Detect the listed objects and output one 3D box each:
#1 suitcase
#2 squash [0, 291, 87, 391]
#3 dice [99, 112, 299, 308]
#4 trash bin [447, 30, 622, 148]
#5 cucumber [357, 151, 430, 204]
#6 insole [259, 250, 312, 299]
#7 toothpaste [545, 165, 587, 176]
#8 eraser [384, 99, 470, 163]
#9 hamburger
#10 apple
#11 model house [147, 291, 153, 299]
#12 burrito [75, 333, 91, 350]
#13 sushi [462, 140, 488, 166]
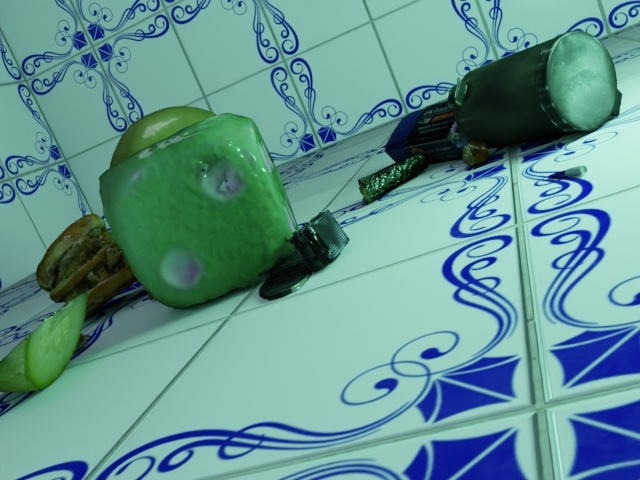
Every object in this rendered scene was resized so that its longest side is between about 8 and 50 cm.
[{"bbox_3d":[0.000,0.000,1.236,0.059,0.086,0.126,-34,5,28],"label":"suitcase"},{"bbox_3d":[-0.541,0.196,1.206,0.155,0.204,0.237,13,15,5],"label":"squash"},{"bbox_3d":[-0.235,-0.069,1.388,0.330,0.318,0.322,-25,11,4],"label":"dice"},{"bbox_3d":[0.463,-0.316,1.480,0.252,0.202,0.301,16,-8,-26],"label":"trash bin"},{"bbox_3d":[0.184,-0.160,1.666,0.245,0.067,0.067,-29,13,-34],"label":"cucumber"},{"bbox_3d":[-0.057,0.054,1.283,0.110,0.012,0.309,-22,12,13],"label":"insole"},{"bbox_3d":[0.413,-0.114,1.130,0.024,0.015,0.083,-18,5,-17],"label":"toothpaste"},{"bbox_3d":[0.313,-0.285,1.754,0.155,0.102,0.332,-58,24,-14],"label":"eraser"},{"bbox_3d":[-0.582,0.074,1.685,0.245,0.211,0.260,-41,8,14],"label":"hamburger"},{"bbox_3d":[-0.440,-0.197,2.121,0.474,0.473,0.473,-22,12,5],"label":"apple"},{"bbox_3d":[-0.368,0.046,1.618,0.181,0.176,0.248,-18,29,27],"label":"model house"},{"bbox_3d":[-0.554,0.233,1.356,0.188,0.045,0.058,-27,37,-29],"label":"burrito"},{"bbox_3d":[0.349,-0.197,1.534,0.055,0.052,0.120,-6,16,7],"label":"sushi"}]
